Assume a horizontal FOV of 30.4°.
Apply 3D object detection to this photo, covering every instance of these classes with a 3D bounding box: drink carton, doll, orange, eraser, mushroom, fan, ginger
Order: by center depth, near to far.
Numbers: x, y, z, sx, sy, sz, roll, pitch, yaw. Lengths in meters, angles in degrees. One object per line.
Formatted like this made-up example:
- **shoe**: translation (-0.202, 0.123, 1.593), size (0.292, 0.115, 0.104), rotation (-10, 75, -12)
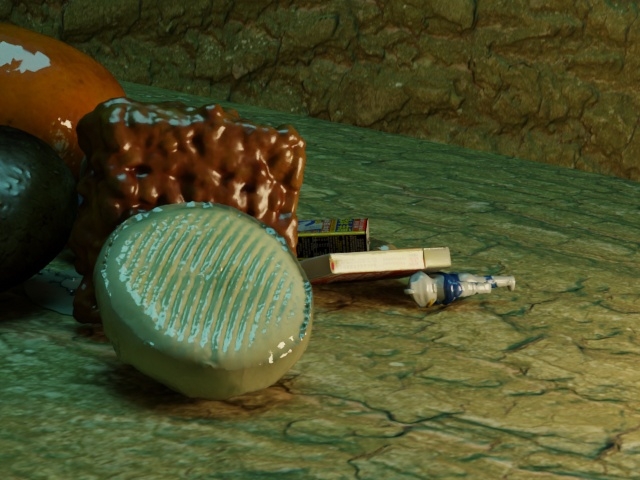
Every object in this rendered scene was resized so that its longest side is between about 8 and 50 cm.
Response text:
- **mushroom**: translation (-0.512, -0.035, 1.629), size (0.345, 0.345, 0.239), rotation (21, -23, 45)
- **fan**: translation (-0.389, 0.054, 1.770), size (0.415, 0.012, 0.233), rotation (16, 15, 29)
- **eraser**: translation (0.073, 0.042, 1.879), size (0.230, 0.038, 0.157), rotation (-3, -8, -31)
- **doll**: translation (0.205, 0.076, 1.895), size (0.227, 0.057, 0.114), rotation (0, 6, -44)
- **orange**: translation (-0.535, -0.188, 1.985), size (0.424, 0.326, 0.424), rotation (14, -3, 1)
- **drink carton**: translation (0.000, 0.000, 2.017), size (0.166, 0.056, 0.071), rotation (-2, 20, 8)
- **ginger**: translation (0.066, 0.017, 2.084), size (0.174, 0.051, 0.069), rotation (6, 23, 26)

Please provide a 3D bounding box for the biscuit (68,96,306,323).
- **biscuit**: translation (-0.176, -0.030, 1.594), size (0.318, 0.311, 0.110), rotation (4, 3, -22)

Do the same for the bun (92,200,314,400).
- **bun**: translation (-0.147, 0.084, 1.437), size (0.287, 0.146, 0.287), rotation (13, 39, -11)

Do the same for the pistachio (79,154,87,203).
- **pistachio**: translation (-0.204, -0.048, 1.751), size (0.321, 0.238, 0.229), rotation (27, 22, -31)

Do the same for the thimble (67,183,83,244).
- **thimble**: translation (-0.334, -0.034, 1.881), size (0.150, 0.150, 0.098), rotation (-5, 18, -41)
